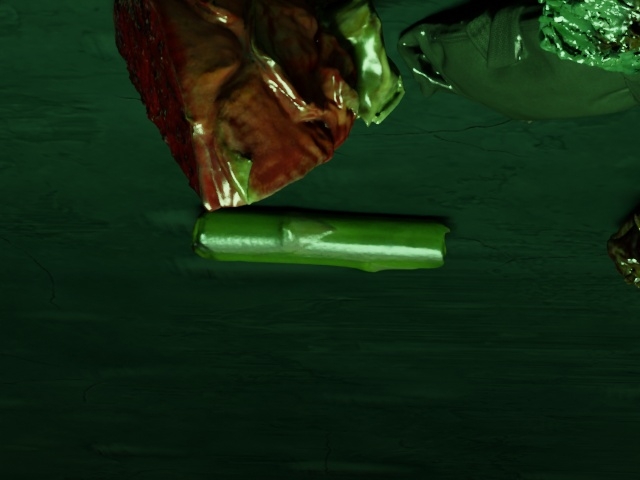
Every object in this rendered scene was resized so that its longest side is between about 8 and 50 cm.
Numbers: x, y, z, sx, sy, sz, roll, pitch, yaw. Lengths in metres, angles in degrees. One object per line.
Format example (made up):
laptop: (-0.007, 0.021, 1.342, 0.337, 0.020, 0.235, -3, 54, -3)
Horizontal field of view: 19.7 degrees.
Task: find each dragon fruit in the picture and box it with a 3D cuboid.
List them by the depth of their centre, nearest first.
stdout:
dragon fruit: (-0.049, -0.177, 1.496, 0.205, 0.317, 0.152, -14, 122, -15)

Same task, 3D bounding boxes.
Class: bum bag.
bum bag: (0.197, -0.154, 1.555, 0.142, 0.080, 0.326, 30, 165, -29)

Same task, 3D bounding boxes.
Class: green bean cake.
green bean cake: (0.229, -0.198, 1.286, 0.107, 0.193, 0.208, 18, -164, -10)

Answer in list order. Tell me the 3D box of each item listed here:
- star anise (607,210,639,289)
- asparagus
star anise: (0.381, 0.003, 1.845, 0.190, 0.126, 0.220, 9, 158, 1)
asparagus: (0.000, -0.002, 1.992, 0.277, 0.060, 0.067, 4, 136, 3)
